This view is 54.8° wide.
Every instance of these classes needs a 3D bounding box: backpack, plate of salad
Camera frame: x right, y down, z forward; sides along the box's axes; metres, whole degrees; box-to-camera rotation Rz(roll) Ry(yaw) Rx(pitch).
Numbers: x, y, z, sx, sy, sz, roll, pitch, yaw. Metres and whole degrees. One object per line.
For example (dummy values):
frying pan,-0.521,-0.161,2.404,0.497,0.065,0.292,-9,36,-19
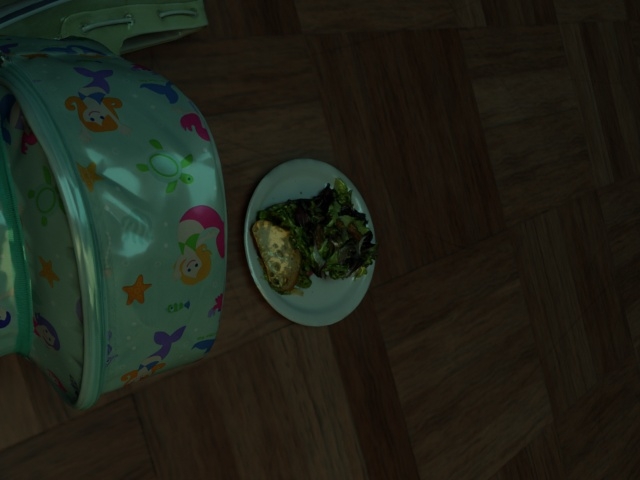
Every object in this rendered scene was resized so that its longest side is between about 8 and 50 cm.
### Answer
backpack,-0.177,-0.017,0.412,0.191,0.253,0.225,-19,126,-44
plate of salad,0.000,0.000,0.724,0.199,0.048,0.200,7,78,-39

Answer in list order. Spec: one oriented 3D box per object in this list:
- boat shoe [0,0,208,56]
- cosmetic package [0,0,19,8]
boat shoe,-0.210,-0.191,0.542,0.302,0.109,0.094,-41,113,-38
cosmetic package,-0.311,-0.292,0.395,0.309,0.113,0.160,46,56,2
